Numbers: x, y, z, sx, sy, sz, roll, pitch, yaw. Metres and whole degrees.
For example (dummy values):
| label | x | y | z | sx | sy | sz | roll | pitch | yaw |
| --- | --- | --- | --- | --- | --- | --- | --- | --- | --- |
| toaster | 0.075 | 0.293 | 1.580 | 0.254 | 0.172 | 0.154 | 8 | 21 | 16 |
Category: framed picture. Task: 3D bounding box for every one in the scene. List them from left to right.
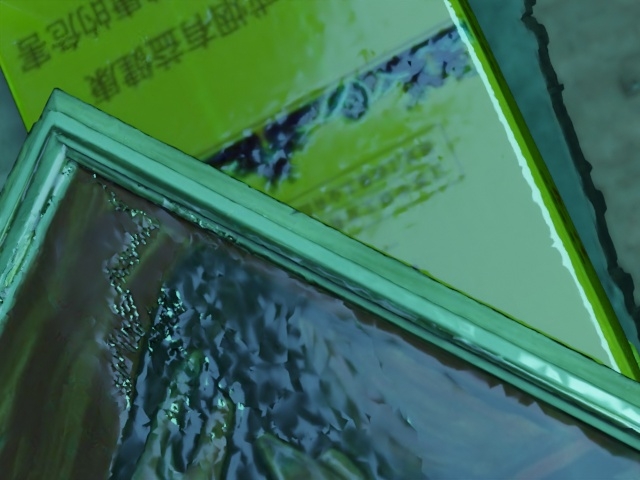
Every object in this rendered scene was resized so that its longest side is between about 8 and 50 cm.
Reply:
| label | x | y | z | sx | sy | sz | roll | pitch | yaw |
| --- | --- | --- | --- | --- | --- | --- | --- | --- | --- |
| framed picture | -0.022 | 0.102 | 0.556 | 0.273 | 0.016 | 0.216 | 26 | 95 | 19 |

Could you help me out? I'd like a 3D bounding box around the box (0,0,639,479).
| label | x | y | z | sx | sy | sz | roll | pitch | yaw |
| --- | --- | --- | --- | --- | --- | --- | --- | --- | --- |
| box | 0.000 | -0.001 | 0.583 | 0.153 | 0.041 | 0.279 | -27 | 79 | 14 |
